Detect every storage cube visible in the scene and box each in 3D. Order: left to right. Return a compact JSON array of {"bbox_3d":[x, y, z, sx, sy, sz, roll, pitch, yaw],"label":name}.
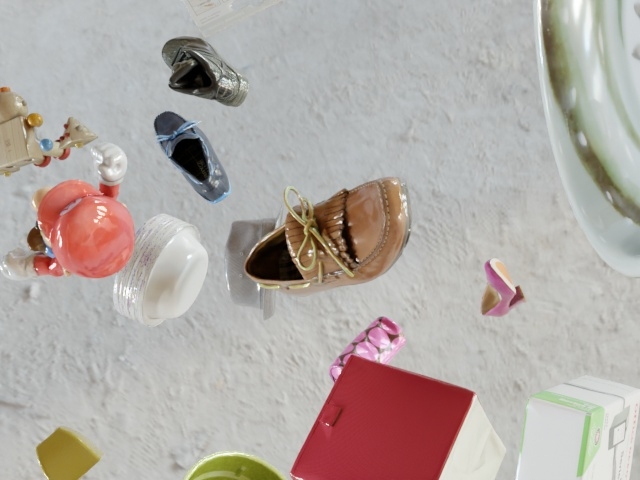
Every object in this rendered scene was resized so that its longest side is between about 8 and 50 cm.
[{"bbox_3d":[0.111,0.292,1.064,0.193,0.183,0.215,12,60,35],"label":"storage cube"}]

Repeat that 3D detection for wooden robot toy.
[{"bbox_3d":[-0.303,-0.109,0.786,0.173,0.076,0.079,-15,91,20],"label":"wooden robot toy"}]

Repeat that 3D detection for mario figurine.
[{"bbox_3d":[-0.372,-0.040,1.150,0.170,0.320,0.198,-1,91,-24],"label":"mario figurine"}]

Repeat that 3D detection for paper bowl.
[{"bbox_3d":[-0.394,0.086,2.047,0.148,0.284,0.284,22,68,11],"label":"paper bowl"}]

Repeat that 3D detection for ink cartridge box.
[{"bbox_3d":[-0.136,-0.410,1.193,0.189,0.066,0.232,-28,72,-5],"label":"ink cartridge box"},{"bbox_3d":[0.452,0.357,1.387,0.115,0.273,0.198,10,96,38],"label":"ink cartridge box"}]

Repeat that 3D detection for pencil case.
[{"bbox_3d":[0.110,0.253,1.749,0.098,0.095,0.209,8,35,34],"label":"pencil case"}]

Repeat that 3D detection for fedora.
[{"bbox_3d":[-0.158,0.044,1.847,0.124,0.244,0.275,4,93,-2],"label":"fedora"}]

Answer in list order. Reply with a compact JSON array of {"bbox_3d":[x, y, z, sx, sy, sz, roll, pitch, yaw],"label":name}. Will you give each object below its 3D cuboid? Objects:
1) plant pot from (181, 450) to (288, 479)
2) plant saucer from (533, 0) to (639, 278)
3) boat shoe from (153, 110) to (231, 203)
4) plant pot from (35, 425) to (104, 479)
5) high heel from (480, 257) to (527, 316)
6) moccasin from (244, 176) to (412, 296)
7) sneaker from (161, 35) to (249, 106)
[{"bbox_3d":[-0.201,0.577,1.488,0.254,0.276,0.276,-48,53,34],"label":"plant pot"},{"bbox_3d":[0.277,-0.172,0.665,0.101,0.400,0.400,-9,61,2],"label":"plant saucer"},{"bbox_3d":[-0.261,-0.188,1.606,0.109,0.089,0.258,-44,60,-5],"label":"boat shoe"},{"bbox_3d":[-0.402,0.339,1.258,0.081,0.081,0.083,-42,92,-15],"label":"plant pot"},{"bbox_3d":[0.390,0.115,1.837,0.117,0.244,0.082,-26,63,18],"label":"high heel"},{"bbox_3d":[0.000,-0.003,1.168,0.147,0.380,0.139,4,78,-29],"label":"moccasin"},{"bbox_3d":[-0.243,-0.325,1.463,0.227,0.130,0.087,42,110,33],"label":"sneaker"}]
